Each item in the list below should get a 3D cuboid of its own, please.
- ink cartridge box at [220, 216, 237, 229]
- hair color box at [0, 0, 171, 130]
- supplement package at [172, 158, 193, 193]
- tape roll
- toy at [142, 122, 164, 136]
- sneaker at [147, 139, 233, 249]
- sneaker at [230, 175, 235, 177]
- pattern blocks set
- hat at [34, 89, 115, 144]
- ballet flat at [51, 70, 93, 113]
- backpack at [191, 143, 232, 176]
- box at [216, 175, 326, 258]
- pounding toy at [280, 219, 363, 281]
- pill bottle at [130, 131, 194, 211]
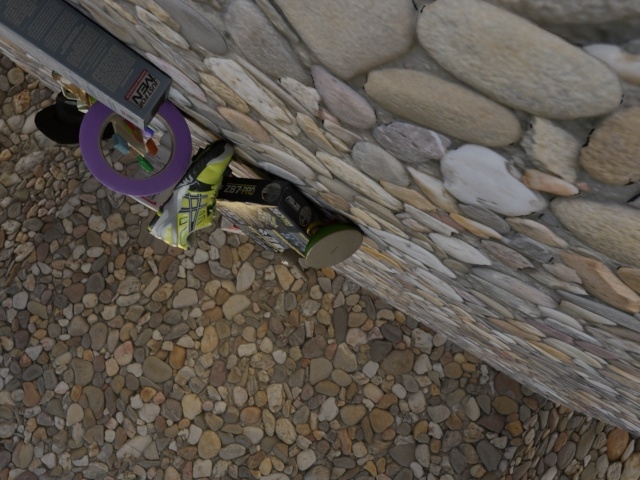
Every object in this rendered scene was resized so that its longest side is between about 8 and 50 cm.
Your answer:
[{"bbox_3d":[-0.328,-0.063,2.144,0.198,0.067,0.115,13,168,-38],"label":"ink cartridge box"},{"bbox_3d":[-0.515,-0.400,1.028,0.374,0.114,0.185,35,174,-20],"label":"hair color box"},{"bbox_3d":[-0.616,-0.268,2.277,0.262,0.198,0.199,28,172,40],"label":"supplement package"},{"bbox_3d":[-0.487,-0.257,1.281,0.274,0.275,0.090,34,174,-23],"label":"tape roll"},{"bbox_3d":[-0.734,-0.464,1.946,0.237,0.056,0.137,31,176,12],"label":"toy"},{"bbox_3d":[-0.347,-0.129,1.393,0.147,0.385,0.145,35,-149,-15],"label":"sneaker"},{"bbox_3d":[-0.329,-0.167,1.953,0.221,0.128,0.087,35,174,-31],"label":"sneaker"},{"bbox_3d":[-0.585,-0.357,1.455,0.325,0.026,0.285,63,-173,20],"label":"pattern blocks set"},{"bbox_3d":[-0.862,-0.485,1.748,0.331,0.331,0.134,31,135,13],"label":"hat"},{"bbox_3d":[-0.759,-0.473,1.574,0.123,0.116,0.342,-8,171,0],"label":"ballet flat"},{"bbox_3d":[-0.334,-0.244,1.532,0.105,0.084,0.114,29,169,28],"label":"backpack"},{"bbox_3d":[-0.146,-0.061,1.548,0.318,0.097,0.395,11,159,34],"label":"box"},{"bbox_3d":[0.000,0.000,1.429,0.183,0.236,0.110,44,-162,-58],"label":"pounding toy"},{"bbox_3d":[-0.625,-0.268,1.879,0.160,0.283,0.160,31,174,4],"label":"pill bottle"}]
